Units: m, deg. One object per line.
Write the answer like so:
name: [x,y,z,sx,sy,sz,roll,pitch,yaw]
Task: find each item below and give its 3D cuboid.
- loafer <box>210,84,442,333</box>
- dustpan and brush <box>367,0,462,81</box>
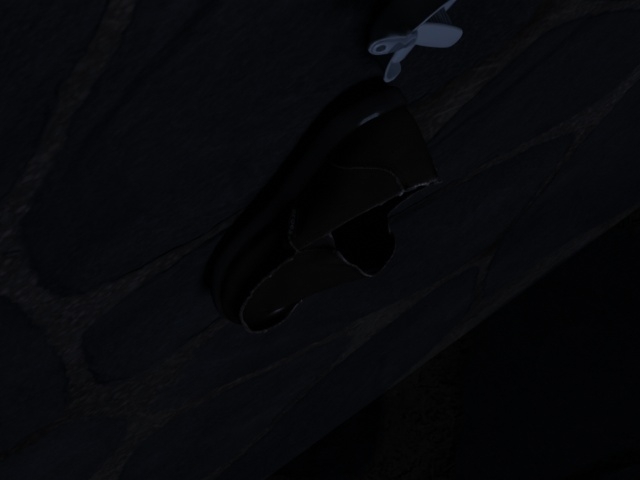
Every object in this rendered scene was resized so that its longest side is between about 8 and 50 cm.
loafer: [0.000,0.000,1.471,0.134,0.130,0.366,-23,158,-41]
dustpan and brush: [0.083,-0.189,1.255,0.147,0.060,0.211,-46,161,27]
